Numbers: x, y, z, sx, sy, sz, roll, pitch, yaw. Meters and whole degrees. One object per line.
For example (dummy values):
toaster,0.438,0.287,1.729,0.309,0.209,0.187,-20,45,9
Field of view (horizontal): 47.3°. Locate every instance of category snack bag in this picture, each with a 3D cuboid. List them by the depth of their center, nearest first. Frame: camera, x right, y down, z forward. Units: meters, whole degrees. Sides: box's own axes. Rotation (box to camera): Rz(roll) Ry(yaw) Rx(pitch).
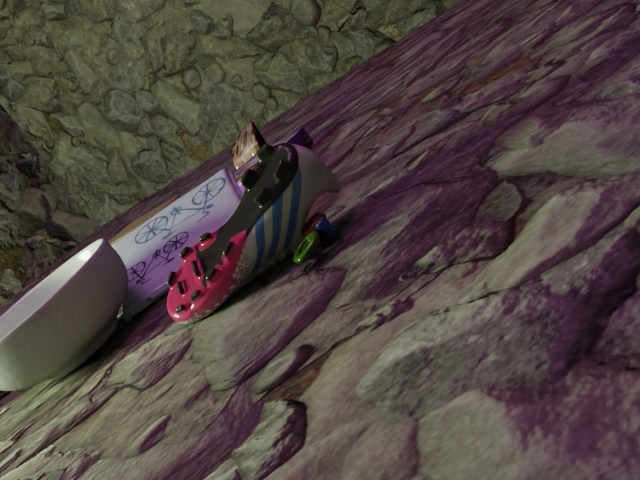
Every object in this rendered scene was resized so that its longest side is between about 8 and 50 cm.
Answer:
snack bag,-0.287,-0.003,1.534,0.323,0.037,0.342,-34,31,-1

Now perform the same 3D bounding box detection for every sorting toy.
sorting toy,0.000,0.000,1.012,0.061,0.042,0.102,-44,19,33

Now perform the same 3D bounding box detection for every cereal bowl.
cereal bowl,-0.488,0.156,1.363,0.339,0.141,0.339,-35,16,12

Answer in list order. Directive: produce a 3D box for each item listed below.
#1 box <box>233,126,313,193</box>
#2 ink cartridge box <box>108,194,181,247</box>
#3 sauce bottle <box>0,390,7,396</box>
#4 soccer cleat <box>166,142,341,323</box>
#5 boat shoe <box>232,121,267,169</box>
box,-0.166,-0.180,1.933,0.200,0.057,0.293,-21,19,41
ink cartridge box,-0.501,-0.015,2.090,0.234,0.088,0.193,-24,19,34
sauce bottle,-0.646,0.287,1.519,0.128,0.042,0.042,-38,14,-7
soccer cleat,-0.096,0.009,1.088,0.331,0.143,0.116,-51,42,16
boat shoe,-0.229,-0.291,2.311,0.110,0.122,0.341,-32,15,6
